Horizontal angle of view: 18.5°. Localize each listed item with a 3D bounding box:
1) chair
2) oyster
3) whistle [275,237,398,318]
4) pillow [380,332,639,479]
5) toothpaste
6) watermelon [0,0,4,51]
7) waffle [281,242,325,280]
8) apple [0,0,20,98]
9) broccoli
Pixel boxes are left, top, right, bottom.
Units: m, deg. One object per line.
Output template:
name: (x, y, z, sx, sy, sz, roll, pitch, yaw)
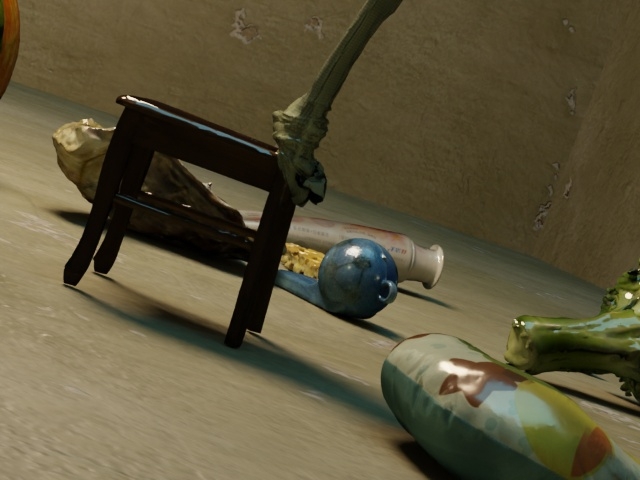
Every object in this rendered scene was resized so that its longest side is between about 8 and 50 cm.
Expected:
chair: (-0.068, -0.091, 1.592, 0.186, 0.319, 0.160, 21, 4, 3)
oyster: (-0.157, -0.046, 2.078, 0.271, 0.100, 0.275, 22, -8, -4)
whistle: (0.027, 0.034, 2.022, 0.090, 0.090, 0.158, 16, 7, -42)
pillow: (0.142, 0.140, 1.373, 0.214, 0.086, 0.233, 30, -1, -15)
toothpaste: (0.000, 0.000, 2.461, 0.323, 0.066, 0.100, 14, 8, -22)
watermelon: (-0.389, -0.184, 1.531, 0.285, 0.285, 0.285, 20, 5, -2)
waffle: (-0.019, 0.027, 2.203, 0.125, 0.032, 0.191, 23, 4, 17)
apple: (-0.459, -0.233, 2.012, 0.309, 0.250, 0.277, 18, 5, -3)
broccoli: (0.336, 0.137, 2.116, 0.275, 0.177, 0.198, -21, 69, -39)
